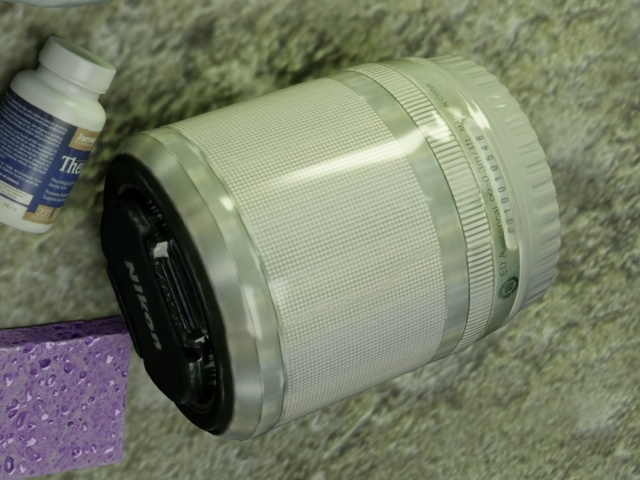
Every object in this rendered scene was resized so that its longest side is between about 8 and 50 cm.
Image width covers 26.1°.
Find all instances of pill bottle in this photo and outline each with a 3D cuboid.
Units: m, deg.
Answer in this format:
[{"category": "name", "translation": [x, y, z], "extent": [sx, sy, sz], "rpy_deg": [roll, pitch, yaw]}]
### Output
[{"category": "pill bottle", "translation": [-0.183, -0.071, 0.912], "extent": [0.067, 0.067, 0.120], "rpy_deg": [21, 103, -38]}]

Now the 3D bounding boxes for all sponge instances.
[{"category": "sponge", "translation": [-0.240, 0.122, 1.005], "extent": [0.210, 0.031, 0.117], "rpy_deg": [-5, 117, -30]}]

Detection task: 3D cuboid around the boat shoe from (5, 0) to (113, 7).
[{"category": "boat shoe", "translation": [-0.195, -0.225, 0.745], "extent": [0.367, 0.156, 0.136], "rpy_deg": [4, 76, -30]}]

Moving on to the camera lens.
[{"category": "camera lens", "translation": [0.000, 0.000, 0.968], "extent": [0.274, 0.219, 0.219], "rpy_deg": [-20, 124, -22]}]
